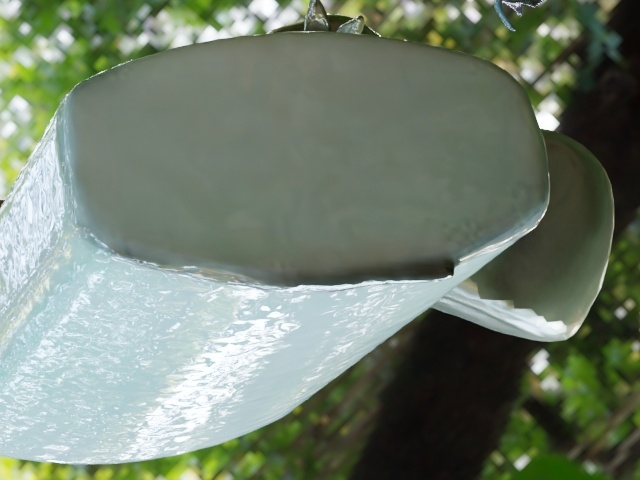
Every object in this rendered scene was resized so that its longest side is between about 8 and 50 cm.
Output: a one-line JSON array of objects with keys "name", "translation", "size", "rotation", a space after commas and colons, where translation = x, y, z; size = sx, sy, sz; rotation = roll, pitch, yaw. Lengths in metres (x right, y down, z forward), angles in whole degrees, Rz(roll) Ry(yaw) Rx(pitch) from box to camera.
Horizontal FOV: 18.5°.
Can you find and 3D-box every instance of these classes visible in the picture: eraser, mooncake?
[{"name": "eraser", "translation": [-0.049, 0.016, 0.832], "size": [0.189, 0.290, 0.104], "rotation": [-7, -107, -24]}, {"name": "mooncake", "translation": [0.072, -0.025, 1.346], "size": [0.275, 0.135, 0.275], "rotation": [20, 173, 3]}]

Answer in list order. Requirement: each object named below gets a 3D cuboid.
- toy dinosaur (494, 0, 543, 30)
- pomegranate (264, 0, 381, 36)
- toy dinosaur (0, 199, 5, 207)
[{"name": "toy dinosaur", "translation": [0.173, -0.245, 1.782], "size": [0.080, 0.045, 0.197], "rotation": [55, -156, -20]}, {"name": "pomegranate", "translation": [0.002, -0.145, 1.895], "size": [0.181, 0.181, 0.224], "rotation": [52, 167, 20]}, {"name": "toy dinosaur", "translation": [-0.253, -0.020, 1.239], "size": [0.162, 0.039, 0.126], "rotation": [5, -165, 33]}]
